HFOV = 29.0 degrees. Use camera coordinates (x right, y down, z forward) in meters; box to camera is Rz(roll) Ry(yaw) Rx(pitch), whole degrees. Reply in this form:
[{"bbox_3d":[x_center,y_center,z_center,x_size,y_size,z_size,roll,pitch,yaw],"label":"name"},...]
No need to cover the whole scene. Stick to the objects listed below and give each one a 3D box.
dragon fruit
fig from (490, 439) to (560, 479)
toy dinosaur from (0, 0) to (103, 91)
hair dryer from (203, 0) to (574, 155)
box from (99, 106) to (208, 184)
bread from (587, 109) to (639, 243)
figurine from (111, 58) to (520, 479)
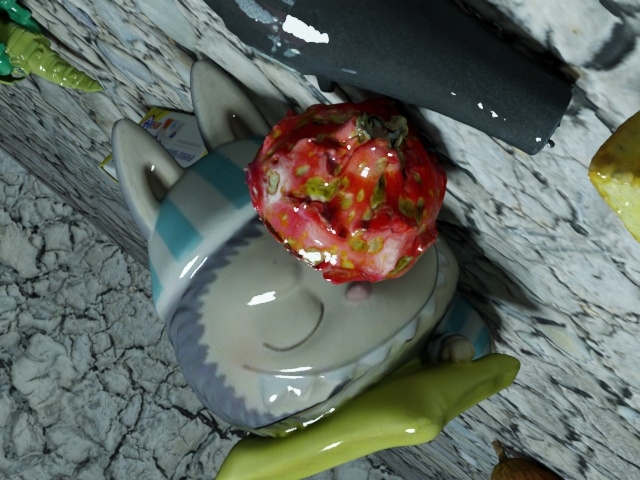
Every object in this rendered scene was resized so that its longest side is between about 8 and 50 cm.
[{"bbox_3d":[0.038,-0.057,0.874,0.153,0.153,0.111,39,136,0],"label":"dragon fruit"},{"bbox_3d":[0.270,0.346,1.701,0.153,0.119,0.119,51,172,16],"label":"fig"},{"bbox_3d":[-0.365,-0.232,1.462,0.259,0.094,0.153,21,161,33],"label":"toy dinosaur"},{"bbox_3d":[0.029,-0.121,0.762,0.236,0.091,0.271,28,-179,-1],"label":"hair dryer"},{"bbox_3d":[-0.113,-0.050,1.343,0.168,0.097,0.265,45,167,-30],"label":"box"},{"bbox_3d":[0.219,0.006,0.622,0.187,0.065,0.103,44,166,-19],"label":"bread"},{"bbox_3d":[0.000,0.000,1.107,0.377,0.266,0.361,69,-162,3],"label":"figurine"}]
